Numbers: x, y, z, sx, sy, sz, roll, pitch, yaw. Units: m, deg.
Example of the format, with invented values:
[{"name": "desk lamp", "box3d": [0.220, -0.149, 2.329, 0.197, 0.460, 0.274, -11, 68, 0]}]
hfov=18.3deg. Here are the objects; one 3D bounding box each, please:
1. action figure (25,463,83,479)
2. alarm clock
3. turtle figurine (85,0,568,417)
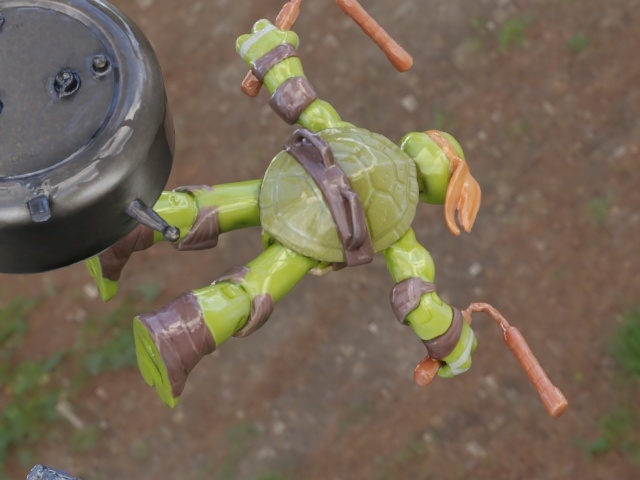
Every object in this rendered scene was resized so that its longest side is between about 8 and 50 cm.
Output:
[{"name": "action figure", "box3d": [-0.101, 0.326, 1.524, 0.341, 0.330, 0.178, 17, 54, 29]}, {"name": "alarm clock", "box3d": [-0.137, -0.070, 0.895, 0.129, 0.064, 0.192, -16, 58, -5]}, {"name": "turtle figurine", "box3d": [0.000, 0.000, 1.013, 0.217, 0.269, 0.087, -25, -9, -18]}]
